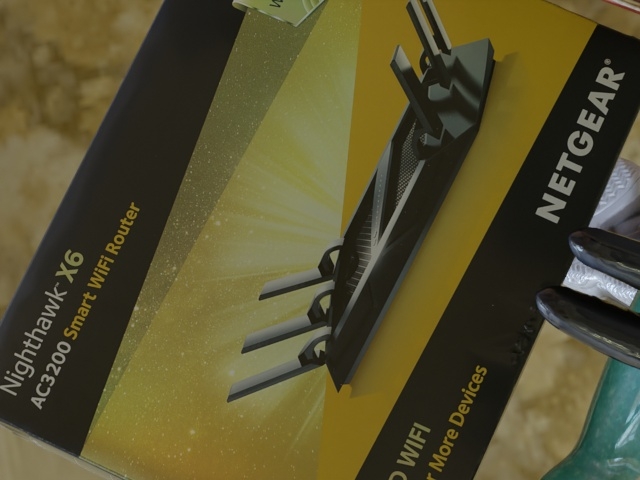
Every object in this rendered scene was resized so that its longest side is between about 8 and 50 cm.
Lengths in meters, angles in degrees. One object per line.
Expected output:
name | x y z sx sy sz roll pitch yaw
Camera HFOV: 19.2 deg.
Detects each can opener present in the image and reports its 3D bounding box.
can opener | 0.163 0.042 0.704 0.186 0.059 0.073 30 -177 -20

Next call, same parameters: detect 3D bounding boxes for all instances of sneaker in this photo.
sneaker | 0.259 0.033 1.354 0.153 0.268 0.101 38 87 -34

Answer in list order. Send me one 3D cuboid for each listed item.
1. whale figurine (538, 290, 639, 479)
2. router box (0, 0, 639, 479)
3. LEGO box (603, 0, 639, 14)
whale figurine | 0.193 0.054 0.920 0.272 0.141 0.216 -40 168 9
router box | 0.000 0.000 0.955 0.243 0.309 0.081 23 169 8
LEGO box | 0.218 -0.300 0.894 0.193 0.500 0.372 19 104 -11
